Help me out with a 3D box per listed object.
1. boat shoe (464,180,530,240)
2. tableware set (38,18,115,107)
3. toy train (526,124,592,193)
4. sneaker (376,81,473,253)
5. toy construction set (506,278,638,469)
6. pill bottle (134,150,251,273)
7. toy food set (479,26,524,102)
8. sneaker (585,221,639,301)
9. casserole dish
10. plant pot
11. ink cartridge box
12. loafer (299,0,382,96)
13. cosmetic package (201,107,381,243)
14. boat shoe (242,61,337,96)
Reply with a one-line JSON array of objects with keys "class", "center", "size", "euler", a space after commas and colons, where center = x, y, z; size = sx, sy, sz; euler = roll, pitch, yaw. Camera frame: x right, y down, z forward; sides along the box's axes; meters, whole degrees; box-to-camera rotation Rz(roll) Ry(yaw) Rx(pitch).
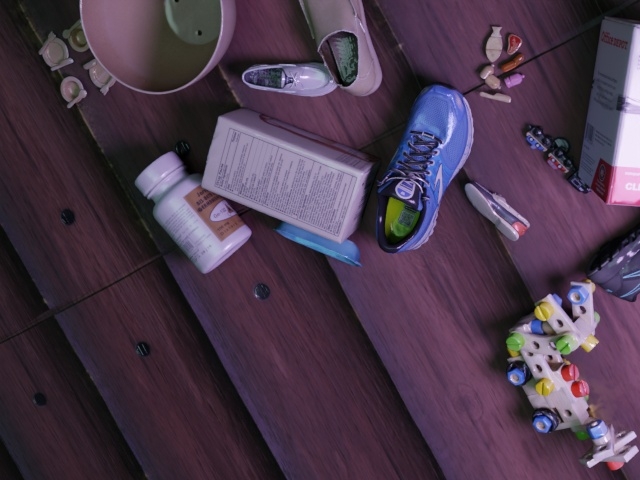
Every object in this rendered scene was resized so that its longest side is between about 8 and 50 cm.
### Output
[{"class": "boat shoe", "center": [0.319, -0.060, 1.655], "size": [0.137, 0.049, 0.043], "euler": [45, 73, 5]}, {"class": "tableware set", "center": [-0.498, -0.363, 1.875], "size": [0.141, 0.020, 0.169], "euler": [-28, 95, 25]}, {"class": "toy train", "center": [0.418, -0.142, 1.604], "size": [0.158, 0.027, 0.036], "euler": [45, 126, 2]}, {"class": "sneaker", "center": [0.180, -0.118, 1.631], "size": [0.129, 0.147, 0.330], "euler": [19, 110, 14]}, {"class": "toy construction set", "center": [0.445, 0.246, 1.625], "size": [0.215, 0.151, 0.328], "euler": [-26, 80, 44]}, {"class": "pill bottle", "center": [-0.256, -0.059, 1.814], "size": [0.131, 0.131, 0.229], "euler": [-41, 89, 25]}, {"class": "toy food set", "center": [0.321, -0.306, 1.596], "size": [0.078, 0.019, 0.122], "euler": [17, 103, 14]}, {"class": "sneaker", "center": [0.582, 0.003, 1.559], "size": [0.106, 0.101, 0.267], "euler": [41, 124, -6]}, {"class": "casserole dish", "center": [0.000, 0.000, 1.757], "size": [0.188, 0.114, 0.037], "euler": [22, 84, 13]}, {"class": "plant pot", "center": [-0.267, -0.422, 1.680], "size": [0.284, 0.191, 0.284], "euler": [6, 107, 19]}, {"class": "ink cartridge box", "center": [0.503, -0.208, 1.449], "size": [0.114, 0.197, 0.273], "euler": [3, 107, 1]}, {"class": "loafer", "center": [0.031, -0.384, 1.636], "size": [0.102, 0.092, 0.268], "euler": [-23, 96, 24]}, {"class": "cosmetic package", "center": [-0.055, -0.127, 1.723], "size": [0.296, 0.129, 0.153], "euler": [23, 113, 12]}, {"class": "boat shoe", "center": [-0.059, -0.304, 1.708], "size": [0.184, 0.063, 0.066], "euler": [12, 109, 17]}]
